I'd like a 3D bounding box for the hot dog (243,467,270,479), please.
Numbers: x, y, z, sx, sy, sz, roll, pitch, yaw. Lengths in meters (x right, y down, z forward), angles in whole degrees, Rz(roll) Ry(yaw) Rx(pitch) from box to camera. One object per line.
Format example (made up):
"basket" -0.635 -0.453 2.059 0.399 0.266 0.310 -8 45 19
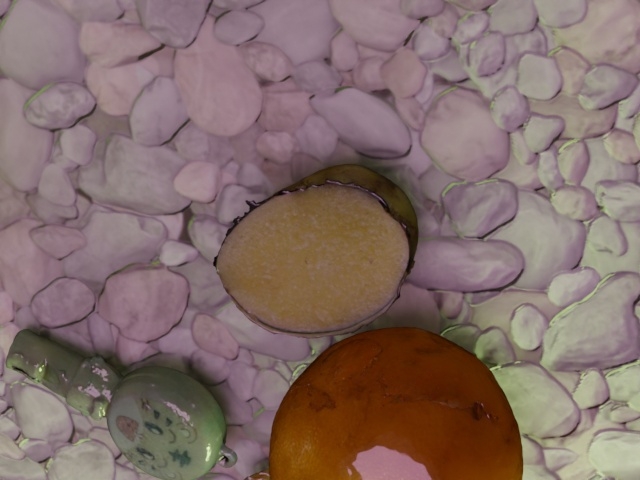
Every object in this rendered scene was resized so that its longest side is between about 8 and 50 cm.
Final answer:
"hot dog" -0.034 0.324 1.632 0.146 0.103 0.213 27 110 25

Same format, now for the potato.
"potato" 0.000 0.000 1.483 0.200 0.081 0.164 -32 110 28

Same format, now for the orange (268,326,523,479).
"orange" 0.069 0.198 1.474 0.240 0.240 0.240 6 115 12

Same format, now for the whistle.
"whistle" -0.196 0.162 1.617 0.258 0.067 0.126 25 130 7
